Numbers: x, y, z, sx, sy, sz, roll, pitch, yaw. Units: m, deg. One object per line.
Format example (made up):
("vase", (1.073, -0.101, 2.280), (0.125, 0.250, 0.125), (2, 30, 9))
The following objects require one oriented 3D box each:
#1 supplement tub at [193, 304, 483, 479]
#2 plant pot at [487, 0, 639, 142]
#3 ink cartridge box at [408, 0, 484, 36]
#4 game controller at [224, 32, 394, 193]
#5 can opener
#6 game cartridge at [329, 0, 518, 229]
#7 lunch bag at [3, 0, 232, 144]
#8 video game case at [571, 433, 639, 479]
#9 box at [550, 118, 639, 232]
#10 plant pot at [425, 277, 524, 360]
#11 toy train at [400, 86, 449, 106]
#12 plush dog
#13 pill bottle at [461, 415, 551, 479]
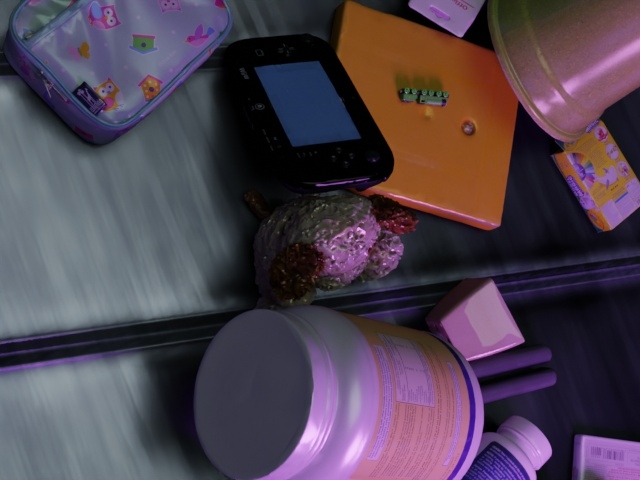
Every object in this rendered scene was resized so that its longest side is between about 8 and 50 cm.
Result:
("supplement tub", (0.027, 0.214, 1.366), (0.331, 0.241, 0.240), (18, 74, -46))
("plant pot", (0.438, -0.326, 1.623), (0.276, 0.254, 0.276), (30, 48, -39))
("ink cartridge box", (0.211, -0.399, 1.682), (0.104, 0.060, 0.180), (32, 70, -1))
("game controller", (-0.021, -0.181, 1.471), (0.167, 0.067, 0.319), (-3, 45, -26))
("can opener", (0.238, 0.213, 1.591), (0.284, 0.095, 0.075), (-10, 87, -21))
("game cartridge", (0.151, -0.190, 1.645), (0.324, 0.053, 0.285), (15, 76, -19))
("lunch bag", (-0.276, -0.282, 1.431), (0.224, 0.108, 0.279), (48, 67, -11))
("video game case", (0.500, 0.428, 1.716), (0.227, 0.026, 0.206), (11, 77, -23))
("box", (0.459, -0.115, 1.772), (0.105, 0.043, 0.179), (-35, 99, -24))
("plant pot", (0.223, 0.126, 1.598), (0.096, 0.109, 0.109), (-30, 95, -14))
("toy train", (0.158, -0.218, 1.615), (0.083, 0.017, 0.023), (3, 90, -22))
("plush dog", (0.000, 0.000, 1.446), (0.262, 0.225, 0.210), (-36, 97, -24))
("pill bottle", (0.250, 0.349, 1.567), (0.187, 0.112, 0.112), (-39, 98, -24))
